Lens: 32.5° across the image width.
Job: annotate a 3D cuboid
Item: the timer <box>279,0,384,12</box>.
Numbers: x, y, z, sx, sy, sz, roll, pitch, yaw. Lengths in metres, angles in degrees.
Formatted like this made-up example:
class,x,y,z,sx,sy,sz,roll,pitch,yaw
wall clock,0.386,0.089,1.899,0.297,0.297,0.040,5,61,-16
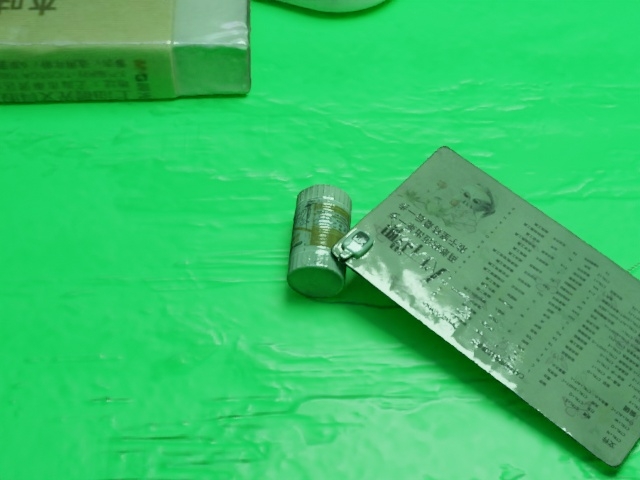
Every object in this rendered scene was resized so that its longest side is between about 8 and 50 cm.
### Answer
class,x,y,z,sx,sy,sz,roll,pitch,yaw
timer,-0.015,-0.344,1.114,0.262,0.087,0.237,17,54,14

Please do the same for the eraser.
class,x,y,z,sx,sy,sz,roll,pitch,yaw
eraser,-0.235,-0.200,1.006,0.343,0.078,0.144,-2,53,-2

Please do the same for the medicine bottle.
class,x,y,z,sx,sy,sz,roll,pitch,yaw
medicine bottle,0.000,0.000,0.873,0.047,0.047,0.083,4,53,3

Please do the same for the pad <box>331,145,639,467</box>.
class,x,y,z,sx,sy,sz,roll,pitch,yaw
pad,0.156,0.038,0.843,0.265,0.009,0.159,37,56,15
